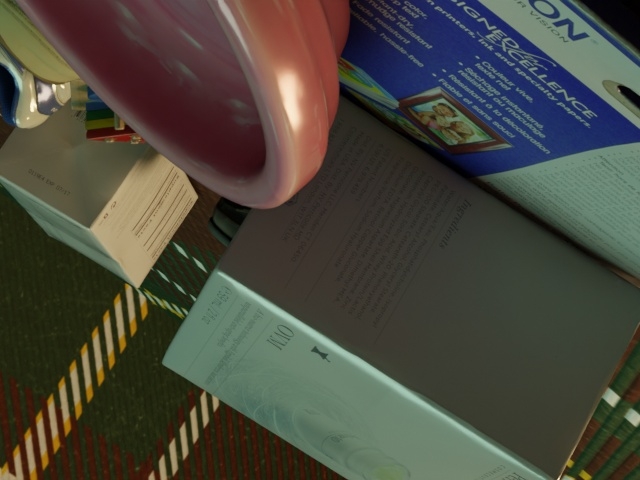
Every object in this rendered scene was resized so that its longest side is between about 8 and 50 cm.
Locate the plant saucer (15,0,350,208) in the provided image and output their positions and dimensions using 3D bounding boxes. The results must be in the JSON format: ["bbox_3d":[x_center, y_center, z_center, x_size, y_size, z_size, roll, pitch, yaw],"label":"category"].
[{"bbox_3d":[-0.099,-0.167,0.760,0.332,0.084,0.332,45,163,17],"label":"plant saucer"}]

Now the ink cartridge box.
[{"bbox_3d":[0.137,-0.064,0.775,0.303,0.072,0.307,37,166,-14],"label":"ink cartridge box"}]

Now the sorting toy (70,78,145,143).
[{"bbox_3d":[-0.132,-0.105,1.218,0.132,0.046,0.274,-3,176,-9],"label":"sorting toy"}]

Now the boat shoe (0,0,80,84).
[{"bbox_3d":[-0.198,-0.218,0.978,0.123,0.123,0.342,-7,149,23],"label":"boat shoe"}]

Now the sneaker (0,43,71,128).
[{"bbox_3d":[-0.313,-0.209,1.246,0.296,0.131,0.112,38,170,-20],"label":"sneaker"}]

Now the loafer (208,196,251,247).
[{"bbox_3d":[0.000,0.000,1.478,0.267,0.084,0.096,29,-160,38],"label":"loafer"}]

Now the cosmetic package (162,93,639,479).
[{"bbox_3d":[0.042,0.057,0.944,0.224,0.138,0.224,31,158,-2],"label":"cosmetic package"}]

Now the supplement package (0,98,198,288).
[{"bbox_3d":[-0.243,-0.062,1.685,0.139,0.134,0.244,30,169,12],"label":"supplement package"}]
